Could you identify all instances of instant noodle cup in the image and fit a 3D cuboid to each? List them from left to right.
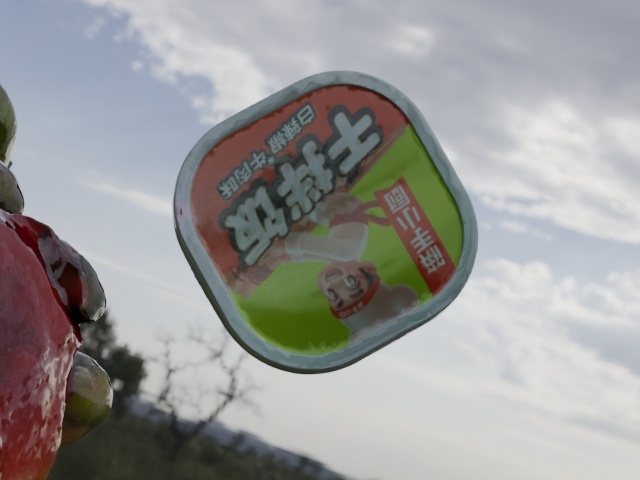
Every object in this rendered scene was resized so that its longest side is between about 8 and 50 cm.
[{"bbox_3d":[0.000,0.000,1.396,0.294,0.293,0.308,19,-8,1],"label":"instant noodle cup"}]

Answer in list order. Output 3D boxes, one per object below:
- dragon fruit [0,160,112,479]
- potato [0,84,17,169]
[{"bbox_3d":[-0.245,0.021,0.543,0.307,0.243,0.227,52,18,-1],"label":"dragon fruit"},{"bbox_3d":[-0.423,-0.096,1.428,0.186,0.148,0.253,8,-32,-18],"label":"potato"}]
